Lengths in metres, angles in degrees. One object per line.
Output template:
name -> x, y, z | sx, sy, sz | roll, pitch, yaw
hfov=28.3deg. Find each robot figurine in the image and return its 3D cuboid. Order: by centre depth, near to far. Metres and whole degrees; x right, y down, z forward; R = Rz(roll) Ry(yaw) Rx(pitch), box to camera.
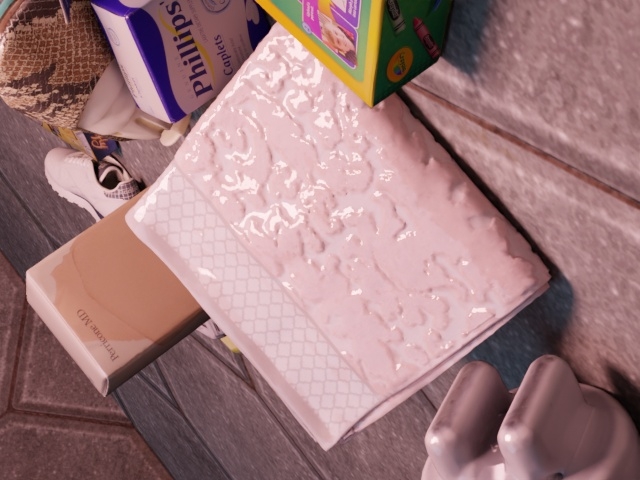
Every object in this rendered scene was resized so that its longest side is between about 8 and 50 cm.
robot figurine -> 0.221, 0.270, 1.147 | 0.300, 0.200, 0.353 | -6, 122, 39

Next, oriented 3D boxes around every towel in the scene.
towel -> 0.000, 0.000, 1.175 | 0.332, 0.053, 0.317 | 49, 125, 6

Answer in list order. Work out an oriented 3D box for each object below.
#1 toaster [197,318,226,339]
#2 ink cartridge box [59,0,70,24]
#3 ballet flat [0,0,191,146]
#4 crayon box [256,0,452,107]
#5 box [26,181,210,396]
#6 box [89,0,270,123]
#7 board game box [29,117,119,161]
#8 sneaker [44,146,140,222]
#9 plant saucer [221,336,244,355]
toaster -> -0.119, 0.016, 1.542 | 0.129, 0.146, 0.227 | 25, 146, 54
ink cartridge box -> -0.185, -0.340, 0.971 | 0.165, 0.065, 0.332 | 85, 177, -56
ballet flat -> -0.221, -0.173, 1.369 | 0.182, 0.164, 0.483 | 33, 180, -3
crayon box -> 0.018, -0.242, 0.906 | 0.165, 0.081, 0.278 | 45, 159, 20
box -> -0.147, 0.013, 1.355 | 0.148, 0.311, 0.121 | 50, 161, 5
box -> -0.127, -0.202, 1.207 | 0.072, 0.137, 0.126 | 30, 150, 45
board game box -> -0.407, -0.227, 1.917 | 0.243, 0.042, 0.165 | 30, 150, 47
sneaker -> -0.350, -0.101, 1.969 | 0.235, 0.090, 0.094 | 32, 139, 36
plant saucer -> -0.116, 0.100, 1.702 | 0.188, 0.045, 0.188 | 42, -174, 25
